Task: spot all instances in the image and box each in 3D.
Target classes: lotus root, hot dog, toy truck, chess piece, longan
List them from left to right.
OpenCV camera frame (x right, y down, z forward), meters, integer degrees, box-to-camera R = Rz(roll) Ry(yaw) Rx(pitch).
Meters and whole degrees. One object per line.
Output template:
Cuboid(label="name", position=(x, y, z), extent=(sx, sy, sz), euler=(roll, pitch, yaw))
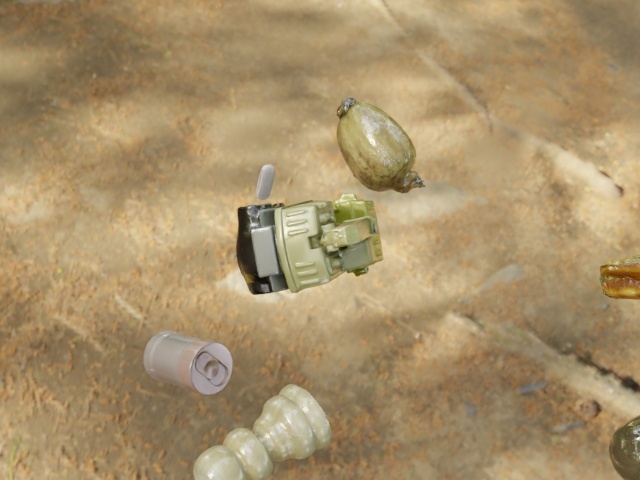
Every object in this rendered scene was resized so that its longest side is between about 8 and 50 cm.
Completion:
Cuboid(label="chess piece", position=(-0.118, 0.391, 1.786), extent=(0.261, 0.143, 0.143), euler=(-31, 64, -25))
Cuboid(label="toy truck", position=(0.000, 0.000, 1.888), extent=(0.254, 0.181, 0.405), euler=(-7, 1, 18))
Cuboid(label="lotus root", position=(0.120, -0.200, 2.113), extent=(0.140, 0.154, 0.257), euler=(-29, 76, -41))
Cuboid(label="hot dog", position=(0.797, 0.086, 2.307), extent=(0.269, 0.115, 0.072), euler=(0, 18, 44))
Cuboid(label="longan", position=(0.691, 0.430, 1.959), extent=(0.189, 0.189, 0.189), euler=(15, 41, -13))

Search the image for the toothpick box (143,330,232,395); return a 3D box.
Cuboid(label="toothpick box", position=(-0.244, 0.223, 1.754), extent=(0.098, 0.098, 0.149), euler=(-20, 19, -41))

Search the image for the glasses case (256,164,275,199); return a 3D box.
Cuboid(label="glasses case", position=(-0.121, -0.128, 2.109), extent=(0.032, 0.083, 0.021), euler=(-5, 31, -35))
